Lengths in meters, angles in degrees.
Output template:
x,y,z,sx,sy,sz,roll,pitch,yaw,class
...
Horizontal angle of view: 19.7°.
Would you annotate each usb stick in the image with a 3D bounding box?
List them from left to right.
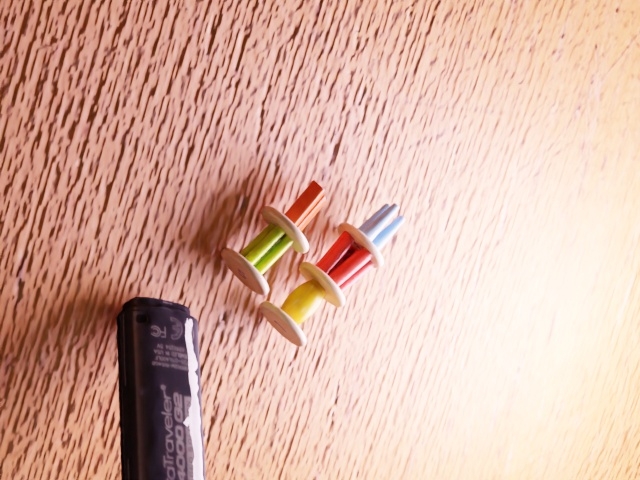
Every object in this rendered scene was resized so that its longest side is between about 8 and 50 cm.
x,y,z,sx,sy,sz,roll,pitch,yaw,class
-0.125,0.180,1.453,0.077,0.045,0.278,15,61,-38,usb stick

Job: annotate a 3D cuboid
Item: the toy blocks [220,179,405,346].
x,y,z,sx,sy,sz,roll,pitch,yaw,class
0.000,0.000,1.570,0.148,0.054,0.123,-45,128,-15,toy blocks
